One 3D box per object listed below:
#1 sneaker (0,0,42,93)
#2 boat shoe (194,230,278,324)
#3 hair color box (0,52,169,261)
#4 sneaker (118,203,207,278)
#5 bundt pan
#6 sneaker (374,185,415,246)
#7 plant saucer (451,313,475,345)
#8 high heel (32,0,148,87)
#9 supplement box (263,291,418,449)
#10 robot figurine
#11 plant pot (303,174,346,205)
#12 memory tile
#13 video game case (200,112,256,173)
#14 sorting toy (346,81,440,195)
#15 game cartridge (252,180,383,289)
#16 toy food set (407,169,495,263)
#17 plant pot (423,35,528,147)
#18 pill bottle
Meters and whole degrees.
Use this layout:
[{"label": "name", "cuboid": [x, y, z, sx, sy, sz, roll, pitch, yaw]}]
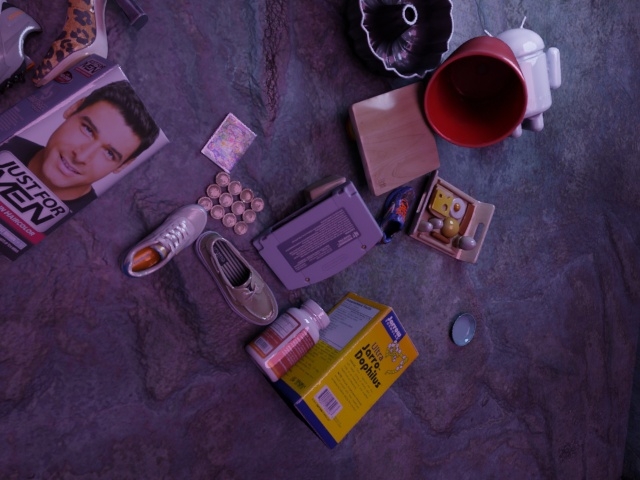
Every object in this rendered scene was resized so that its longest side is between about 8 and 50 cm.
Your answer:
[{"label": "sneaker", "cuboid": [-0.594, -0.303, 0.805, 0.108, 0.100, 0.271, 21, 86, -37]}, {"label": "boat shoe", "cuboid": [-0.201, 0.107, 1.101, 0.109, 0.094, 0.302, -45, 117, -17]}, {"label": "hair color box", "cuboid": [-0.500, -0.160, 0.837, 0.374, 0.114, 0.185, -45, 142, -18]}, {"label": "sneaker", "cuboid": [-0.343, 0.004, 1.003, 0.229, 0.092, 0.087, -44, 115, -19]}, {"label": "bundt pan", "cuboid": [0.205, -0.603, 1.218, 0.331, 0.124, 0.330, -6, 101, -30]}, {"label": "sneaker", "cuboid": [0.226, -0.068, 1.333, 0.083, 0.087, 0.221, 40, 77, -30]}, {"label": "plant saucer", "cuboid": [0.510, 0.318, 1.599, 0.119, 0.021, 0.119, -5, 100, -31]}, {"label": "high heel", "cuboid": [-0.497, -0.434, 0.870, 0.261, 0.093, 0.186, -41, 94, -6]}, {"label": "supplement box", "cuboid": [0.060, 0.345, 1.234, 0.356, 0.194, 0.195, -41, 115, -19]}, {"label": "robot figurine", "cuboid": [0.625, -0.517, 1.435, 0.300, 0.200, 0.353, -18, 108, 2]}, {"label": "plant pot", "cuboid": [0.013, -0.109, 1.196, 0.096, 0.109, 0.109, -16, 106, -14]}, {"label": "memory tile", "cuboid": [-0.221, -0.091, 1.104, 0.148, 0.012, 0.113, 37, 82, -29]}, {"label": "video game case", "cuboid": [-0.223, -0.237, 1.084, 0.087, 0.011, 0.122, 39, 78, -30]}, {"label": "sorting toy", "cuboid": [0.200, -0.293, 1.282, 0.257, 0.089, 0.255, -26, 109, -25]}, {"label": "game cartridge", "cuboid": [0.000, 0.000, 1.158, 0.297, 0.062, 0.198, -30, 120, 9]}, {"label": "toy food set", "cuboid": [0.437, -0.071, 1.455, 0.306, 0.092, 0.219, 23, 86, -32]}, {"label": "plant pot", "cuboid": [0.450, -0.445, 1.269, 0.275, 0.275, 0.243, 53, 42, -26]}, {"label": "pill bottle", "cuboid": [-0.082, 0.258, 1.180, 0.216, 0.121, 0.121, -40, 115, -20]}]
